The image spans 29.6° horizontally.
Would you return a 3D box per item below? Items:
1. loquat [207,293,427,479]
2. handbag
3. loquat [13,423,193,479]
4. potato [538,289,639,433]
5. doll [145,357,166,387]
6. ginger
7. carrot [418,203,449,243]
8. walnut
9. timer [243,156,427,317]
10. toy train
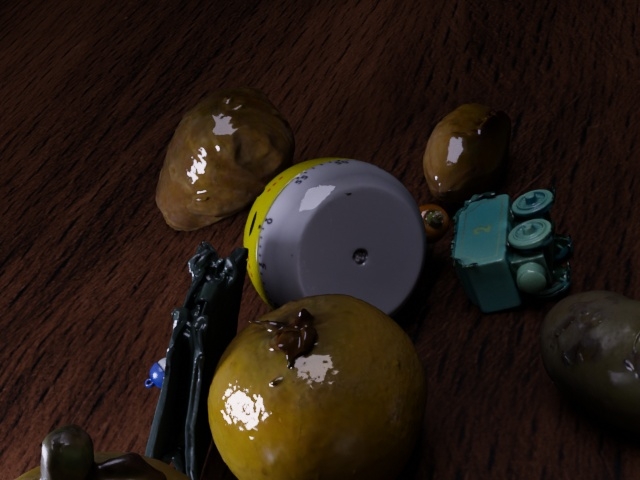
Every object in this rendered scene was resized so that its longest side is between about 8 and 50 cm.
[{"bbox_3d":[-0.002,0.194,1.474,0.275,0.275,0.275,-12,31,8],"label":"loquat"},{"bbox_3d":[-0.163,0.162,1.599,0.079,0.260,0.247,11,34,3],"label":"handbag"},{"bbox_3d":[-0.234,0.353,1.256,0.328,0.359,0.328,-5,24,2],"label":"loquat"},{"bbox_3d":[0.376,0.148,1.473,0.165,0.165,0.262,-37,30,-29],"label":"potato"},{"bbox_3d":[-0.196,0.178,1.788,0.143,0.057,0.099,-30,54,-18],"label":"doll"},{"bbox_3d":[-0.177,-0.151,2.150,0.269,0.223,0.200,-17,35,-4],"label":"ginger"},{"bbox_3d":[0.136,-0.021,1.902,0.061,0.061,0.257,-28,6,-18],"label":"carrot"},{"bbox_3d":[0.246,-0.150,2.019,0.137,0.137,0.245,4,45,30],"label":"walnut"},{"bbox_3d":[0.000,0.000,1.795,0.285,0.285,0.285,-12,31,8],"label":"timer"},{"bbox_3d":[0.279,0.011,1.774,0.163,0.112,0.203,-14,28,20],"label":"toy train"}]
